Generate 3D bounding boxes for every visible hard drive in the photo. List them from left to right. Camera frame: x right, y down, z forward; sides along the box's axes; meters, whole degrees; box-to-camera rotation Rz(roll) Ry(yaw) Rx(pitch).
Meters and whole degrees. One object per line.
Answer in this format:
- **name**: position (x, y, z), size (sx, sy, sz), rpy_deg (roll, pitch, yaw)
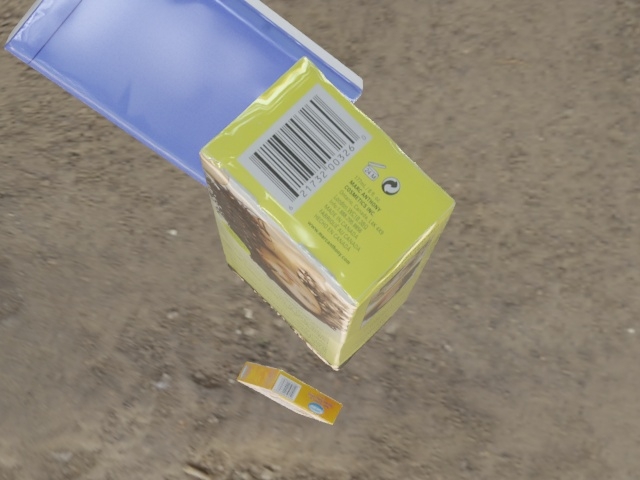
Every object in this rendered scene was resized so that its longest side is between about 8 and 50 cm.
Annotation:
- **hard drive**: position (-0.143, -0.187, 1.402), size (0.318, 0.040, 0.210), rpy_deg (35, 122, -22)

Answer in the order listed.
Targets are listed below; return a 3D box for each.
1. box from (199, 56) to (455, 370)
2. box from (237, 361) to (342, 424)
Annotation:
- **box**: position (0.000, 0.000, 0.594), size (0.087, 0.232, 0.058), rpy_deg (44, 82, 8)
- **box**: position (-0.037, 0.163, 1.424), size (0.081, 0.136, 0.028), rpy_deg (31, 77, -17)
